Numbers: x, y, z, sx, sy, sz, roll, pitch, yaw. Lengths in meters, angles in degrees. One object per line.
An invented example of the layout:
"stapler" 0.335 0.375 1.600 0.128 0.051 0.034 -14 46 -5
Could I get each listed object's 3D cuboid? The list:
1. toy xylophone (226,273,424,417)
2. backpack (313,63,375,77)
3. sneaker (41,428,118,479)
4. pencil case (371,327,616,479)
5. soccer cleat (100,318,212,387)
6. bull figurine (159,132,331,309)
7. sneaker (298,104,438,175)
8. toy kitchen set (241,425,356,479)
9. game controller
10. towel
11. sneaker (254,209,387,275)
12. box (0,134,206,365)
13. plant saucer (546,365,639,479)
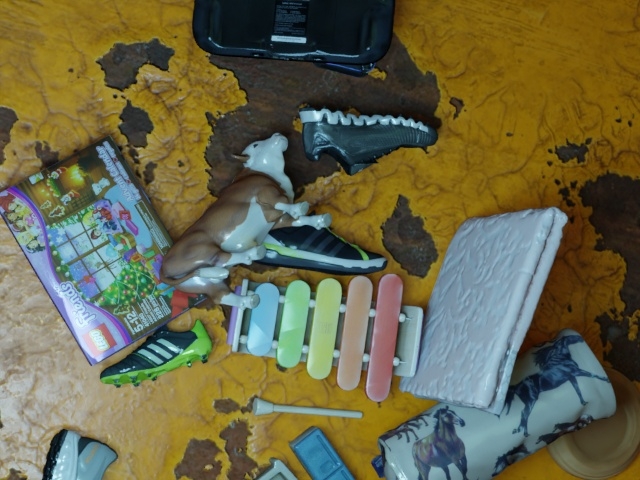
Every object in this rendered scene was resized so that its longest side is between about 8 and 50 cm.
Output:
"toy xylophone" 0.004 0.169 1.814 0.323 0.081 0.236 1 87 -16
"backpack" 0.040 -0.329 1.851 0.105 0.084 0.114 11 87 -12
"sneaker" -0.371 0.421 1.681 0.108 0.100 0.271 17 82 -20
"pencil case" 0.287 0.299 1.834 0.410 0.183 0.160 -28 55 -12
"soccer cleat" -0.256 0.174 1.755 0.179 0.060 0.072 -17 69 -14
"bull figurine" -0.108 -0.029 1.719 0.310 0.188 0.101 -52 138 -25
"sneaker" 0.076 -0.155 1.859 0.234 0.078 0.106 5 88 -12
"toy kitchen set" -0.037 0.401 1.743 0.207 0.166 0.122 -36 97 -15
"game controller" -0.043 -0.366 1.794 0.319 0.067 0.166 5 92 6
"towel" 0.246 0.104 1.759 0.053 0.332 0.317 23 82 -15
"sneaker" 0.000 0.000 1.821 0.235 0.084 0.097 8 83 -16
"box" -0.333 0.015 1.724 0.201 0.057 0.293 -31 91 -16
"plant saucer" 0.479 0.316 1.969 0.200 0.037 0.199 1 87 -16
